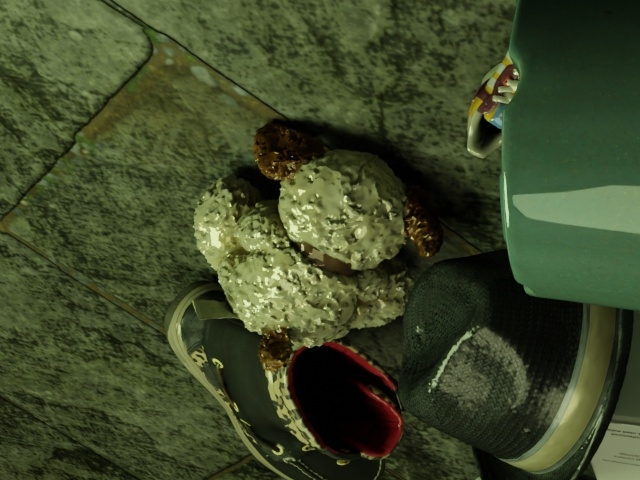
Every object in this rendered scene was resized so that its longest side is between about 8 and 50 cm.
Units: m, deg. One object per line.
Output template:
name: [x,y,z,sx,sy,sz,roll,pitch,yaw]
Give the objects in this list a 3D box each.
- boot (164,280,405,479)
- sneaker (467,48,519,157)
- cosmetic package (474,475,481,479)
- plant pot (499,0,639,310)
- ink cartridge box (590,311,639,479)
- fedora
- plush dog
boot: [0.001,0.208,1.934,0.377,0.138,0.284,51,161,-26]
sneaker: [0.185,-0.140,1.434,0.069,0.084,0.185,25,148,-2]
cosmetic package: [0.365,0.532,2.020,0.394,0.329,0.327,10,156,23]
plant pot: [0.316,-0.076,1.166,0.334,0.341,0.341,3,143,17]
ink cartridge box: [0.367,0.183,1.675,0.117,0.201,0.278,5,143,27]
fedora: [0.169,0.106,1.575,0.152,0.334,0.334,11,150,-14]
plush dog: [0.000,0.000,1.689,0.262,0.210,0.225,26,121,-6]
